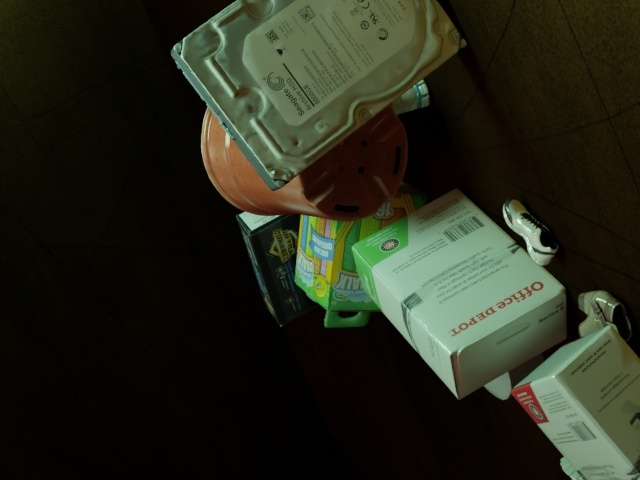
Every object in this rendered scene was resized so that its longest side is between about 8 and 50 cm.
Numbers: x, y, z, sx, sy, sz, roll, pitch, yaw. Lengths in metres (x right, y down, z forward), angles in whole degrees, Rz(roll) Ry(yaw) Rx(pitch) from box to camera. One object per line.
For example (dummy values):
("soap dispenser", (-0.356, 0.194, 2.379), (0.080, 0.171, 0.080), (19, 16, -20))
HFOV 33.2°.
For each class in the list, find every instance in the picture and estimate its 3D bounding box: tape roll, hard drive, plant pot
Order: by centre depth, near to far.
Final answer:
("hard drive", (0.001, -0.259, 1.450), (0.237, 0.339, 0.064), (54, 169, -6))
("plant pot", (-0.013, -0.149, 1.720), (0.265, 0.272, 0.272), (22, 139, 58))
("tape roll", (0.295, 0.164, 1.865), (0.219, 0.072, 0.219), (58, 167, 22))

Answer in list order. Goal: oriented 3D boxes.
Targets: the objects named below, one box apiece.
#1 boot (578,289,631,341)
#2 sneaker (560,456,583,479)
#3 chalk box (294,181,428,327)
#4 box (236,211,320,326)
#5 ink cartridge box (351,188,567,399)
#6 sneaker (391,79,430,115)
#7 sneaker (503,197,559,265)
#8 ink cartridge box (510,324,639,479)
("boot", (0.391, 0.121, 1.463), (0.118, 0.042, 0.087), (66, 165, -20))
("sneaker", (0.456, 0.380, 1.665), (0.095, 0.090, 0.235), (55, 171, -15))
("chalk box", (0.068, 0.031, 1.990), (0.179, 0.180, 0.289), (-145, 57, -64))
("box", (0.000, 0.000, 2.185), (0.073, 0.293, 0.296), (52, 164, 42))
("ink cartridge box", (0.215, 0.078, 1.676), (0.289, 0.211, 0.122), (50, 162, 44))
("sneaker", (0.094, -0.277, 1.710), (0.191, 0.083, 0.071), (58, 168, 23))
("sneaker", (0.304, -0.019, 1.539), (0.109, 0.040, 0.044), (55, 150, 14))
("ink cartridge box", (0.407, 0.265, 1.445), (0.273, 0.114, 0.197), (51, 166, 7))
